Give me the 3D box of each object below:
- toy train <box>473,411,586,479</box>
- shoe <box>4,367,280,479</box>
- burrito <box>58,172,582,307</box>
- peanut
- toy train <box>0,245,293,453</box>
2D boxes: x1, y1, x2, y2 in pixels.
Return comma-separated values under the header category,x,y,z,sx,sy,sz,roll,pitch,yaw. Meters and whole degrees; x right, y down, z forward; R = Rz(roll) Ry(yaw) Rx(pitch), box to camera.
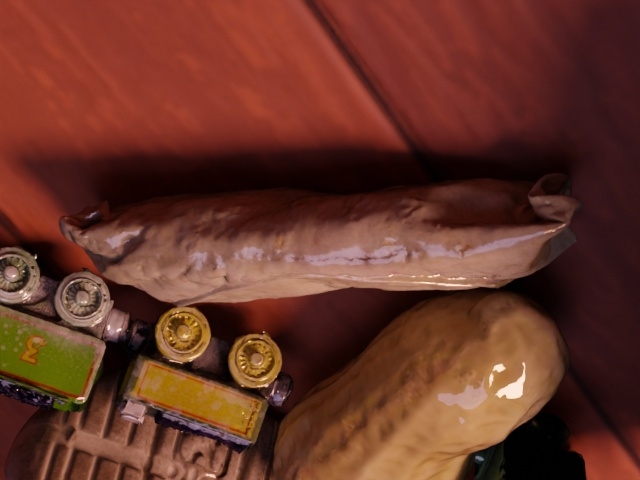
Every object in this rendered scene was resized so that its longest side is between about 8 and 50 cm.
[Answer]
category,x,y,z,sx,sy,sz,roll,pitch,yaw
toy train,0.103,0.184,0.900,0.071,0.111,0.170,20,114,0
shoe,-0.071,0.237,0.979,0.351,0.172,0.198,40,138,-18
burrito,0.000,0.000,0.801,0.275,0.059,0.082,-3,172,17
peanut,0.053,0.095,0.857,0.098,0.090,0.214,45,132,1
toy train,-0.116,0.067,0.879,0.202,0.081,0.060,20,164,-4
